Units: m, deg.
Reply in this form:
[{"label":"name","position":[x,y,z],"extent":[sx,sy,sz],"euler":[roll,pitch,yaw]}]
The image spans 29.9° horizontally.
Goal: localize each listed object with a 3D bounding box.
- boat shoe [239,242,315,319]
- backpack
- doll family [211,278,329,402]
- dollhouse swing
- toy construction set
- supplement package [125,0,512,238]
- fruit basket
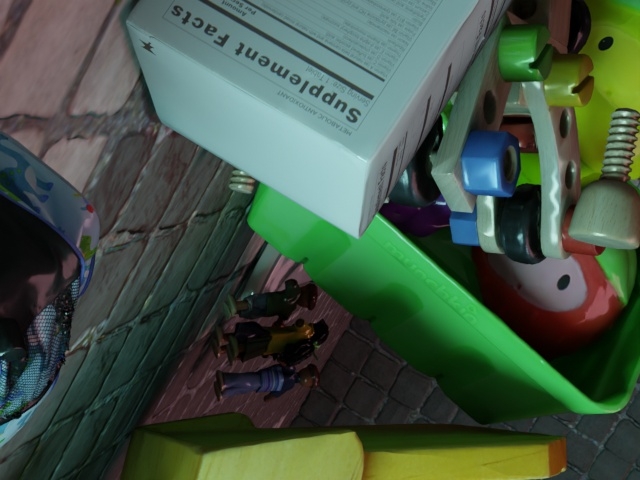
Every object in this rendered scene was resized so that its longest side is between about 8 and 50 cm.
[{"label":"boat shoe","position":[0.000,0.000,1.258],"extent":[0.227,0.081,0.079],"euler":[-54,172,-18]},{"label":"backpack","position":[-0.125,0.016,0.378],"extent":[0.084,0.105,0.114],"euler":[-52,172,-42]},{"label":"doll family","position":[-0.045,0.107,1.212],"extent":[0.111,0.076,0.193],"euler":[-8,157,-19]},{"label":"dollhouse swing","position":[-0.008,0.276,0.982],"extent":[0.347,0.305,0.315],"euler":[160,-56,-71]},{"label":"toy construction set","position":[0.138,-0.116,0.760],"extent":[0.309,0.257,0.237],"euler":[5,-99,56]},{"label":"supplement package","position":[0.029,-0.148,0.622],"extent":[0.244,0.139,0.134],"euler":[-57,172,-13]},{"label":"fruit basket","position":[0.168,-0.066,0.997],"extent":[0.283,0.392,0.392],"euler":[-53,170,-41]}]
